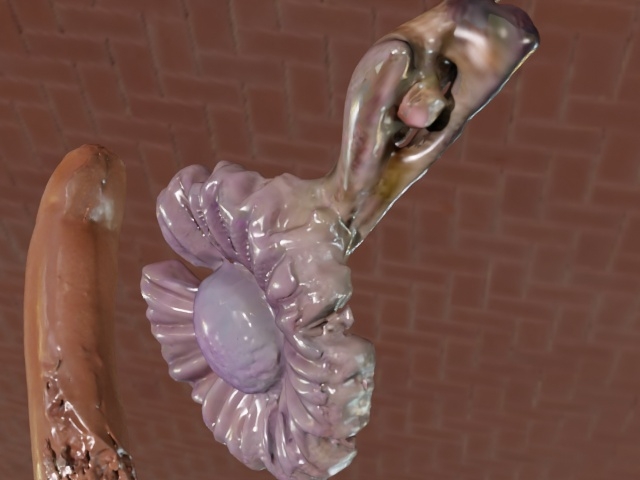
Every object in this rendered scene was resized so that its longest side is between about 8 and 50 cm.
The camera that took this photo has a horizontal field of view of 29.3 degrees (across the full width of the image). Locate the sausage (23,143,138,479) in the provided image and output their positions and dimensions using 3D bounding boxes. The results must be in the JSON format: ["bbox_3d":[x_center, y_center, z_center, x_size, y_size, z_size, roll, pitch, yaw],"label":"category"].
[{"bbox_3d":[-0.159,0.081,0.809,0.078,0.304,0.078,-5,164,-1],"label":"sausage"}]

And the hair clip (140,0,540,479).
[{"bbox_3d":[-0.004,-0.001,0.614,0.069,0.173,0.300,-6,138,-47],"label":"hair clip"}]
